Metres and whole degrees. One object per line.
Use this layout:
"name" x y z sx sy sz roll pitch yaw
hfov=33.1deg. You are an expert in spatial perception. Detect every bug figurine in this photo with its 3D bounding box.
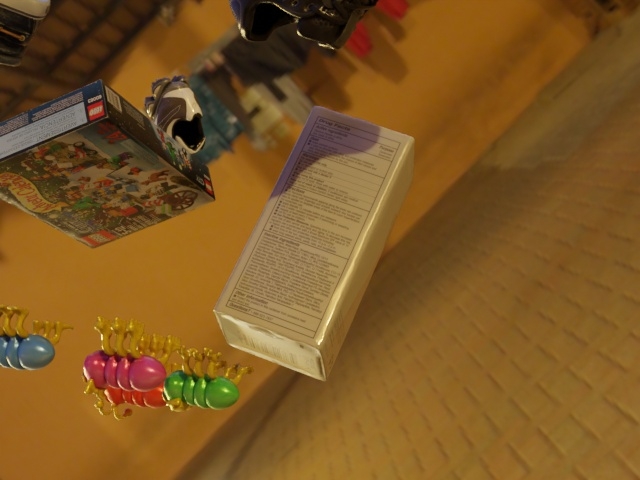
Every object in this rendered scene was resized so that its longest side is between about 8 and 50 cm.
"bug figurine" -0.204 0.133 1.086 0.216 0.072 0.279 -1 -19 31

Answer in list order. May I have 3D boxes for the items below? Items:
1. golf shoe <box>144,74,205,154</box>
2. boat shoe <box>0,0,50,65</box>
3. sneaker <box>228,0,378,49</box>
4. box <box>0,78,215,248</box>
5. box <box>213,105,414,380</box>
"golf shoe" -0.213 -0.137 1.535 0.077 0.094 0.198 -23 -31 -31
"boat shoe" -0.363 -0.233 1.051 0.083 0.183 0.065 -59 29 22
"sneaker" 0.032 -0.275 1.137 0.293 0.146 0.102 -9 -15 27
"box" -0.229 -0.069 1.102 0.159 0.044 0.233 -21 -24 14
"box" 0.000 0.000 1.361 0.121 0.148 0.311 81 -148 -63
